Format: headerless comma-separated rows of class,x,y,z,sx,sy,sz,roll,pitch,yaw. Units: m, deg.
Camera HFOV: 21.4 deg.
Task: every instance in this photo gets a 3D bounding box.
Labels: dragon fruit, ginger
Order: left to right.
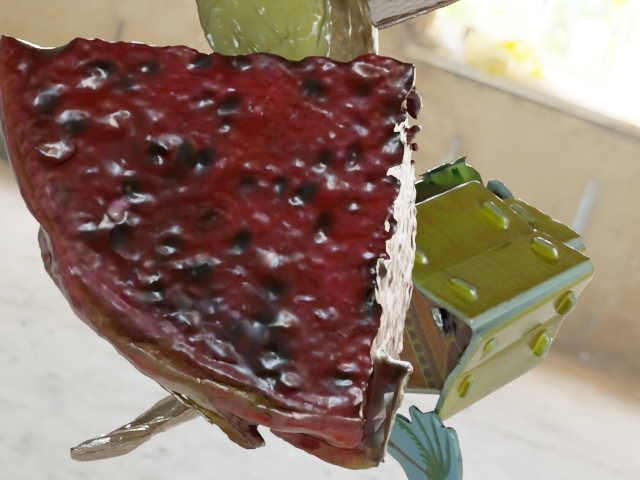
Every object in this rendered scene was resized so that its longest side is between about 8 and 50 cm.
ginger,-0.020,-0.213,1.410,0.130,0.276,0.221,-14,9,19
dragon fruit,0.000,0.000,1.030,0.302,0.240,0.330,65,18,17

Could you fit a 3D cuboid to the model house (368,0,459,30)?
model house,0.032,-0.300,1.594,0.326,0.244,0.169,15,-4,6

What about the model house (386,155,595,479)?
model house,0.168,0.105,1.679,0.300,0.340,0.323,-24,7,-27

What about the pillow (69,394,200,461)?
pillow,-0.199,0.217,2.043,0.135,0.034,0.211,-14,8,44
